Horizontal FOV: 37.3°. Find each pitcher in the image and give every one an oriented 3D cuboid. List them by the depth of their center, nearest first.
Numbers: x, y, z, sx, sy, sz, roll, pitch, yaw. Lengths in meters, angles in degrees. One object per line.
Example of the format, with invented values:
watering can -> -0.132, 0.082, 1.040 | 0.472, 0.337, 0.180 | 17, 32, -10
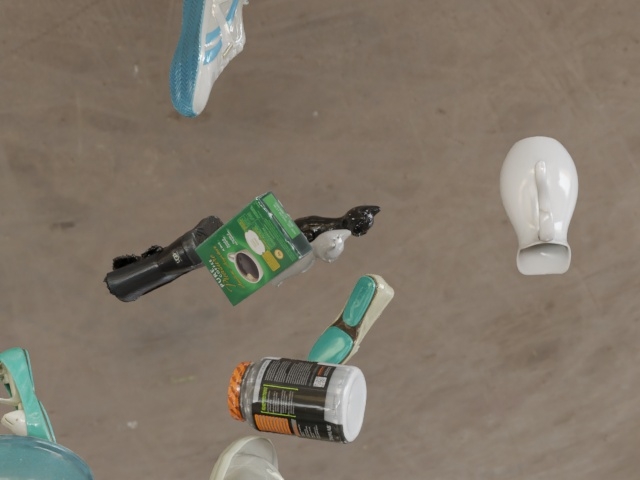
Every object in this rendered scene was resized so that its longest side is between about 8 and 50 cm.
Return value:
pitcher -> 0.353, -0.070, 1.517 | 0.125, 0.207, 0.178 | -1, 156, 7

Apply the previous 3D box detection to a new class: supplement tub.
supplement tub -> -0.036, 0.238, 1.431 | 0.190, 0.117, 0.117 | 5, 152, 20

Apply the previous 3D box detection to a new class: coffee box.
coffee box -> -0.103, 0.014, 1.427 | 0.184, 0.113, 0.040 | -38, 178, 43

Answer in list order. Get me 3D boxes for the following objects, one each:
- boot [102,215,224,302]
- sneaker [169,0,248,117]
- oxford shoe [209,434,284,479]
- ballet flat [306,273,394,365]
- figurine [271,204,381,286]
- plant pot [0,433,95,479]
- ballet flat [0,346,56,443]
boot -> -0.296, 0.037, 1.863 | 0.207, 0.094, 0.246 | -23, -177, 14
sneaker -> -0.164, -0.290, 1.431 | 0.092, 0.228, 0.087 | 20, 164, -37
oxford shoe -> -0.091, 0.379, 1.259 | 0.130, 0.169, 0.449 | -8, -175, 8
ballet flat -> 0.064, 0.180, 1.904 | 0.086, 0.086, 0.248 | 24, 105, -45
figurine -> 0.000, 0.000, 1.939 | 0.209, 0.092, 0.215 | -20, -168, 37
plant pot -> -0.574, 0.581, 1.684 | 0.341, 0.334, 0.341 | -7, 133, -8
ballet flat -> -0.604, 0.329, 1.901 | 0.087, 0.247, 0.083 | -10, 149, -32
